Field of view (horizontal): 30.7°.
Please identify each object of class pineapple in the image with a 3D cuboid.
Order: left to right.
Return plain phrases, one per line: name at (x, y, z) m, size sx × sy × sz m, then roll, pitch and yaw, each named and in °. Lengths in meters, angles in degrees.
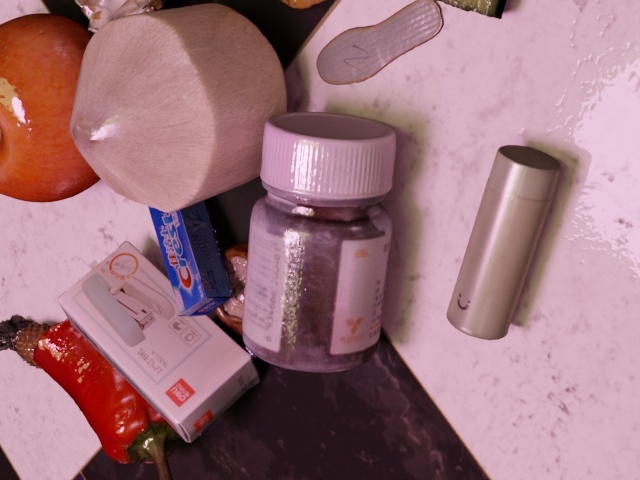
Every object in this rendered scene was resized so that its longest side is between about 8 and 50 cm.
pineapple at (-0.459, 0.155, 1.808) m, size 0.159 × 0.074 × 0.074 m, roll 10°, pitch 107°, yaw 45°

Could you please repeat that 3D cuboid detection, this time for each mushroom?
mushroom at (-0.092, 0.063, 1.497) m, size 0.123 × 0.052 × 0.123 m, roll 7°, pitch 100°, yaw 42°

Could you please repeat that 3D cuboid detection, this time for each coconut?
coconut at (-0.179, -0.157, 1.375) m, size 0.237 × 0.266 × 0.237 m, roll 15°, pitch 118°, yaw 31°

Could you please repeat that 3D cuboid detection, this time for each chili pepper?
chili pepper at (-0.253, 0.241, 1.615) m, size 0.338 × 0.134 × 0.131 m, roll 44°, pitch 166°, yaw 26°

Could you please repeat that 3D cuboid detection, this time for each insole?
insole at (0.064, -0.225, 1.332) m, size 0.188 × 0.004 × 0.064 m, roll -21°, pitch 88°, yaw 40°

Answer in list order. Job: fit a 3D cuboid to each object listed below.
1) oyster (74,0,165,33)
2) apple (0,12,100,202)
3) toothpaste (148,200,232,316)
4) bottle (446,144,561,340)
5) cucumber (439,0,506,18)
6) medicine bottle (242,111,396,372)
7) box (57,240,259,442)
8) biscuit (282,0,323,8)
oyster at (-0.243, -0.361, 1.498) m, size 0.214 × 0.083 × 0.222 m, roll -32°, pitch 69°, yaw 33°
apple at (-0.391, -0.175, 1.582) m, size 0.272 × 0.206 × 0.251 m, roll -9°, pitch 98°, yaw 39°
toothpaste at (-0.187, -0.039, 1.516) m, size 0.066 × 0.053 × 0.272 m, roll -32°, pitch 69°, yaw 38°
bottle at (0.194, 0.003, 1.240) m, size 0.072 × 0.072 × 0.201 m, roll 28°, pitch 117°, yaw 31°
cucumber at (0.179, -0.337, 1.183) m, size 0.078 × 0.062 × 0.211 m, roll 16°, pitch 108°, yaw -1°
medicine bottle at (0.000, 0.000, 1.337) m, size 0.165 × 0.165 × 0.273 m, roll 19°, pitch 110°, yaw 34°
box at (-0.214, 0.131, 1.554) m, size 0.269 × 0.135 × 0.079 m, roll 41°, pitch 162°, yaw 24°
biscuit at (0.026, -0.343, 1.318) m, size 0.247 × 0.029 × 0.118 m, roll -15°, pitch 92°, yaw 40°
